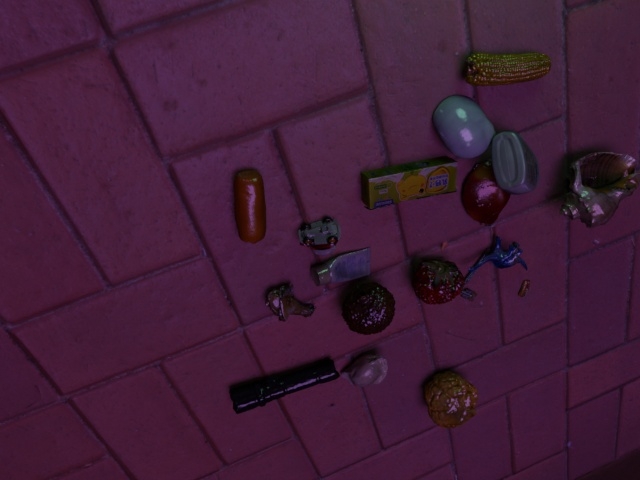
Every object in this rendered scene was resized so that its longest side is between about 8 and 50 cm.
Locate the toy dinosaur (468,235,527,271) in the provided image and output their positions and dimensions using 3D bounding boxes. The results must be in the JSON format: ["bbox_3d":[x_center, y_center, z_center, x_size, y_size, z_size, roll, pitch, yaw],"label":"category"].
[{"bbox_3d":[0.720,0.061,1.879,0.330,0.076,0.144,0,121,-29],"label":"toy dinosaur"}]

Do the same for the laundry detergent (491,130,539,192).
[{"bbox_3d":[0.671,-0.262,1.640,0.281,0.105,0.214,-8,87,-52],"label":"laundry detergent"}]

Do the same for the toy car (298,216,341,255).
[{"bbox_3d":[0.000,0.000,1.616,0.139,0.112,0.112,-10,136,-2],"label":"toy car"}]

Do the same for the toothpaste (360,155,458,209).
[{"bbox_3d":[0.295,-0.194,1.616,0.328,0.077,0.110,-13,118,-11],"label":"toothpaste"}]

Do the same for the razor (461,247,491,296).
[{"bbox_3d":[0.606,0.120,1.907,0.084,0.036,0.211,27,98,-22],"label":"razor"}]

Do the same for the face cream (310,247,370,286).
[{"bbox_3d":[0.080,0.100,1.720,0.224,0.070,0.114,-16,121,-24],"label":"face cream"}]

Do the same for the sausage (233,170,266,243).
[{"bbox_3d":[-0.217,-0.097,1.495,0.098,0.098,0.238,-7,117,-15],"label":"sausage"}]

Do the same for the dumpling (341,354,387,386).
[{"bbox_3d":[0.185,0.528,1.941,0.199,0.118,0.136,-23,122,20],"label":"dumpling"}]

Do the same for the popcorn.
[{"bbox_3d":[0.569,0.691,2.111,0.251,0.190,0.249,-2,117,-3],"label":"popcorn"}]

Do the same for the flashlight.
[{"bbox_3d":[-0.134,0.555,1.862,0.425,0.103,0.103,-15,120,-12],"label":"flashlight"}]

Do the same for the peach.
[{"bbox_3d":[0.608,-0.154,1.745,0.189,0.068,0.279,-26,122,-2],"label":"peach"}]

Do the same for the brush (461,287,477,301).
[{"bbox_3d":[0.563,0.200,1.946,0.170,0.014,0.043,27,102,-26],"label":"brush"}]

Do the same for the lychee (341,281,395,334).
[{"bbox_3d":[0.170,0.241,1.740,0.200,0.200,0.238,-31,140,-1],"label":"lychee"}]

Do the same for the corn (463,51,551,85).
[{"bbox_3d":[0.591,-0.537,1.519,0.314,0.102,0.101,-6,118,-15],"label":"corn"}]

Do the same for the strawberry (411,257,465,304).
[{"bbox_3d":[0.424,0.164,1.794,0.187,0.184,0.201,-36,155,-38],"label":"strawberry"}]

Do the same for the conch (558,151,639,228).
[{"bbox_3d":[1.007,-0.199,1.788,0.324,0.186,0.263,-31,105,-15],"label":"conch"}]

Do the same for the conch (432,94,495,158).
[{"bbox_3d":[0.472,-0.369,1.572,0.221,0.121,0.184,32,74,-24],"label":"conch"}]

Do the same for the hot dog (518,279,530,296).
[{"bbox_3d":[0.859,0.204,2.038,0.037,0.021,0.083,0,115,-17],"label":"hot dog"}]

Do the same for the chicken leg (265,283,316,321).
[{"bbox_3d":[-0.108,0.232,1.711,0.125,0.080,0.196,-46,122,-6],"label":"chicken leg"}]
